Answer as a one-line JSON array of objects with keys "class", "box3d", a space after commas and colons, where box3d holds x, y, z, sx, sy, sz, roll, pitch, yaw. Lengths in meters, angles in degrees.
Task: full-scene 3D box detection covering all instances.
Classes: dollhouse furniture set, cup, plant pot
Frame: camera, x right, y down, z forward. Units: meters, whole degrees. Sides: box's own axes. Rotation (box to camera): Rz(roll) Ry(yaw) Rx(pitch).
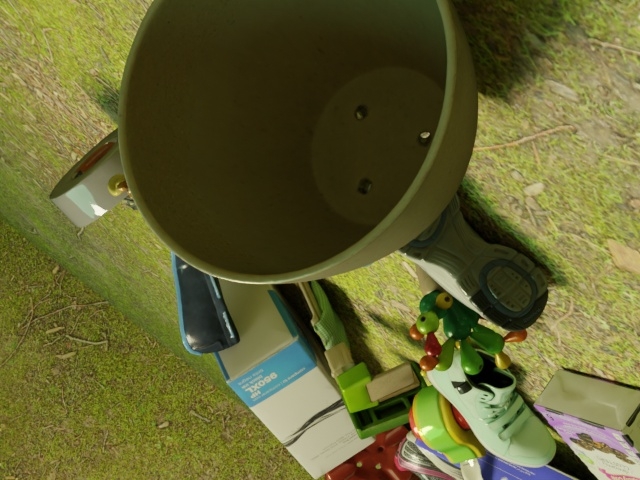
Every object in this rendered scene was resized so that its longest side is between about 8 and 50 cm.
[{"class": "dollhouse furniture set", "box3d": [0.075, 0.179, 1.861, 0.197, 0.151, 0.301, 71, 174, -48]}, {"class": "cup", "box3d": [0.013, -0.111, 0.948, 0.331, 0.331, 0.237, 31, -173, 29]}, {"class": "plant pot", "box3d": [0.120, 0.528, 2.223, 0.272, 0.272, 0.265, 31, 152, 29]}]

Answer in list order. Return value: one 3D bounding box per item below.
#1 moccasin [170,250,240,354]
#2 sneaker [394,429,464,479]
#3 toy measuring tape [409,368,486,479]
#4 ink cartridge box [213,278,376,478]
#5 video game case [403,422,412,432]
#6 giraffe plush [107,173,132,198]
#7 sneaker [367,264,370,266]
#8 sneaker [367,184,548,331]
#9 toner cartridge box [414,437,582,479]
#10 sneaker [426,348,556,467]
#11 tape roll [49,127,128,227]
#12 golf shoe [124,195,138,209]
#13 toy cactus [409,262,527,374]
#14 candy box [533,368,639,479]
[{"class": "moccasin", "box3d": [-0.211, 0.036, 1.870, 0.138, 0.117, 0.341, -97, 0, -81]}, {"class": "sneaker", "box3d": [0.286, 0.482, 2.022, 0.299, 0.112, 0.121, 40, -162, 0]}, {"class": "toy measuring tape", "box3d": [0.222, 0.354, 1.683, 0.121, 0.122, 0.330, 107, 151, -71]}, {"class": "ink cartridge box", "box3d": [-0.075, 0.258, 2.053, 0.395, 0.166, 0.285, 56, 180, -42]}, {"class": "video game case", "box3d": [0.162, 0.437, 2.362, 0.275, 0.035, 0.248, 48, 161, -24]}, {"class": "giraffe plush", "box3d": [-0.215, -0.111, 1.512, 0.210, 0.170, 0.181, 39, 148, -14]}, {"class": "sneaker", "box3d": [0.023, -0.029, 1.304, 0.150, 0.135, 0.366, 34, -174, -3]}, {"class": "sneaker", "box3d": [0.139, 0.001, 1.233, 0.297, 0.111, 0.129, 46, 171, -9]}, {"class": "toner cartridge box", "box3d": [0.344, 0.406, 1.770, 0.165, 0.075, 0.348, 29, 173, -40]}, {"class": "sneaker", "box3d": [0.287, 0.267, 1.585, 0.256, 0.094, 0.151, 41, 163, -3]}, {"class": "tape roll", "box3d": [-0.381, -0.124, 1.811, 0.072, 0.219, 0.219, 49, 161, -21]}, {"class": "golf shoe", "box3d": [-0.434, -0.128, 2.177, 0.198, 0.077, 0.093, 10, 135, 47]}, {"class": "toy cactus", "box3d": [0.178, 0.090, 1.344, 0.219, 0.112, 0.180, 6, -125, -48]}, {"class": "candy box", "box3d": [0.414, 0.275, 1.380, 0.196, 0.070, 0.165, 48, 161, -24]}]
